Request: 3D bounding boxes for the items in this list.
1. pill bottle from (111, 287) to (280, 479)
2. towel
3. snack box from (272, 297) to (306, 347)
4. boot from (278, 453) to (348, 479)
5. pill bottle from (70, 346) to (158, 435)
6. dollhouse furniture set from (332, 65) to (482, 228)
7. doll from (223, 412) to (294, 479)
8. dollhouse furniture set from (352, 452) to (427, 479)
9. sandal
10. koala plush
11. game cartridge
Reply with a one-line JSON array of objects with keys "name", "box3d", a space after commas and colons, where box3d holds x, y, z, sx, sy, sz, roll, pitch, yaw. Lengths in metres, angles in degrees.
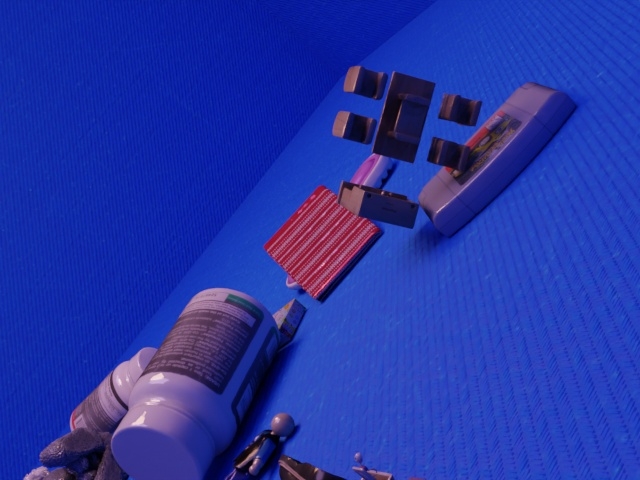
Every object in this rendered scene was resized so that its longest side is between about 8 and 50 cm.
[{"name": "pill bottle", "box3d": [-0.225, 0.270, 1.648, 0.204, 0.204, 0.361, -39, 14, 38]}, {"name": "towel", "box3d": [0.000, 0.000, 1.890, 0.199, 0.031, 0.275, -48, 36, 0]}, {"name": "snack box", "box3d": [-0.098, 0.191, 1.843, 0.141, 0.037, 0.100, -39, 17, 38]}, {"name": "boot", "box3d": [-0.034, 0.342, 1.097, 0.198, 0.077, 0.137, 135, 158, -75]}, {"name": "pill bottle", "box3d": [-0.490, 0.407, 2.266, 0.283, 0.161, 0.161, -44, 13, 22]}, {"name": "dollhouse furniture set", "box3d": [0.121, -0.157, 1.511, 0.161, 0.212, 0.242, -136, 60, -76]}, {"name": "doll", "box3d": [-0.110, 0.344, 1.391, 0.189, 0.046, 0.129, -44, 2, -7]}, {"name": "dollhouse furniture set", "box3d": [0.041, 0.275, 0.985, 0.091, 0.081, 0.114, -53, 13, -21]}, {"name": "sandal", "box3d": [0.019, -0.060, 2.052, 0.416, 0.102, 0.169, -56, 14, -29]}, {"name": "koala plush", "box3d": [-0.571, 0.559, 2.068, 0.221, 0.196, 0.203, -46, 1, 14]}, {"name": "game cartridge", "box3d": [0.285, -0.140, 1.486, 0.294, 0.060, 0.196, -47, 16, 9]}]
